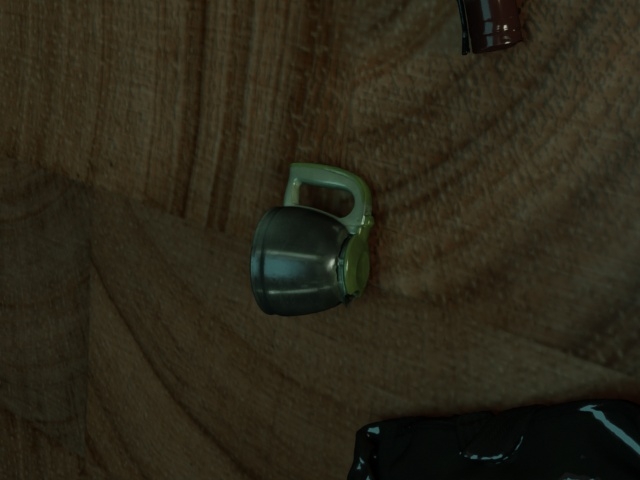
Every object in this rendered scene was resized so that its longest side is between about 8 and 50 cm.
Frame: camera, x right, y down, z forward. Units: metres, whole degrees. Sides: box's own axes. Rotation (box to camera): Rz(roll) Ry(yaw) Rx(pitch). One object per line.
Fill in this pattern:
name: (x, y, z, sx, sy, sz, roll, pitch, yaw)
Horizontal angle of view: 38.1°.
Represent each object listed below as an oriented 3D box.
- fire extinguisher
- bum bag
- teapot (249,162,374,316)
fire extinguisher: (0.115, -0.201, 0.658, 0.056, 0.039, 0.132, -9, 94, 31)
bum bag: (0.151, 0.194, 0.691, 0.326, 0.079, 0.142, -16, 82, 44)
teapot: (-0.003, 0.004, 0.767, 0.090, 0.092, 0.124, 3, 109, 22)
